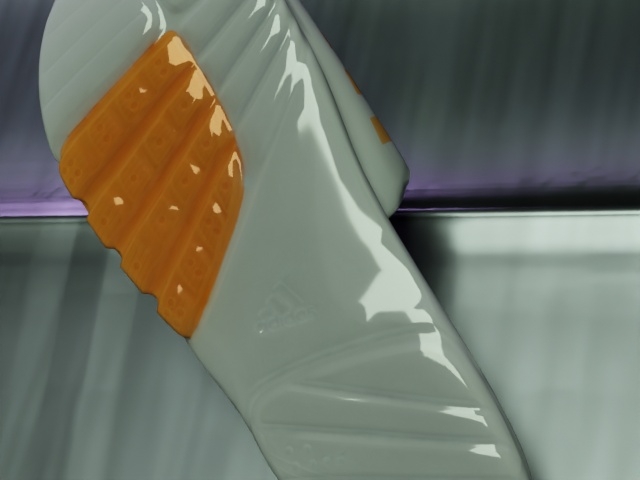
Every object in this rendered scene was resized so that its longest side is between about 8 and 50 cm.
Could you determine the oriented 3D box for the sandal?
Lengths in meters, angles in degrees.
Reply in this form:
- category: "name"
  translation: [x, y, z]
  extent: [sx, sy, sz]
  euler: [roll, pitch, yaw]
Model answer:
- category: "sandal"
  translation: [-0.008, 0.006, 0.592]
  extent: [0.102, 0.076, 0.265]
  euler: [-32, 79, 18]
